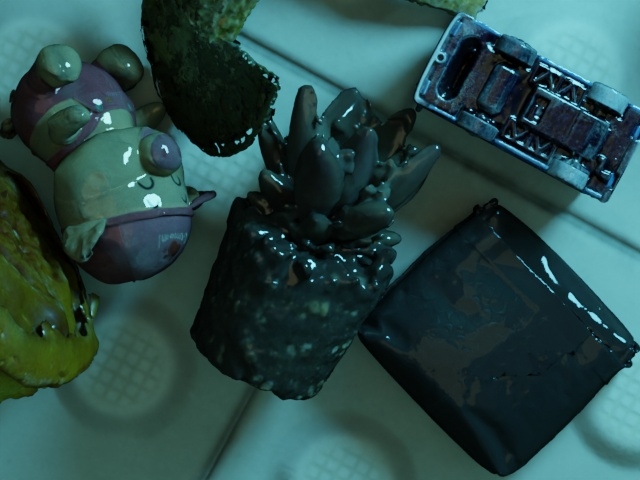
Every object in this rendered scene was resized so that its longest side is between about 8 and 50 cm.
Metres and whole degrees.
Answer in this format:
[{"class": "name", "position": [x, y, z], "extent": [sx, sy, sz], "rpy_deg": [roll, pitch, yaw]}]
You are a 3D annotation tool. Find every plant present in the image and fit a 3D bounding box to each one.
[{"class": "plant", "position": [0.000, 0.000, 1.807], "extent": [0.194, 0.181, 0.320], "rpy_deg": [21, 103, -22]}]

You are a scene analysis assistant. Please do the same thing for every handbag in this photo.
[{"class": "handbag", "position": [0.191, 0.107, 1.865], "extent": [0.223, 0.080, 0.247], "rpy_deg": [-44, 92, 2]}]

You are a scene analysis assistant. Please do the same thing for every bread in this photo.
[{"class": "bread", "position": [-0.381, 0.032, 1.732], "extent": [0.204, 0.358, 0.337], "rpy_deg": [-39, 91, 8]}]

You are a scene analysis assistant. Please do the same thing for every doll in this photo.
[{"class": "doll", "position": [-0.217, -0.081, 1.813], "extent": [0.196, 0.152, 0.256], "rpy_deg": [-20, 79, -31]}]

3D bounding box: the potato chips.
[{"class": "potato chips", "position": [-0.126, -0.194, 1.812], "extent": [0.029, 0.202, 0.220], "rpy_deg": [-23, 90, -35]}]

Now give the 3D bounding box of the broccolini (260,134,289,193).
[{"class": "broccolini", "position": [-0.062, -0.059, 1.889], "extent": [0.035, 0.030, 0.140], "rpy_deg": [40, 97, 5]}]

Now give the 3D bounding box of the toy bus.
[{"class": "toy bus", "position": [0.214, -0.142, 1.825], "extent": [0.234, 0.133, 0.116], "rpy_deg": [28, 94, -6]}]

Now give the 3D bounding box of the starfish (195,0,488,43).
[{"class": "starfish", "position": [0.013, -0.345, 1.848], "extent": [0.432, 0.082, 0.324], "rpy_deg": [-24, 90, 1]}]
